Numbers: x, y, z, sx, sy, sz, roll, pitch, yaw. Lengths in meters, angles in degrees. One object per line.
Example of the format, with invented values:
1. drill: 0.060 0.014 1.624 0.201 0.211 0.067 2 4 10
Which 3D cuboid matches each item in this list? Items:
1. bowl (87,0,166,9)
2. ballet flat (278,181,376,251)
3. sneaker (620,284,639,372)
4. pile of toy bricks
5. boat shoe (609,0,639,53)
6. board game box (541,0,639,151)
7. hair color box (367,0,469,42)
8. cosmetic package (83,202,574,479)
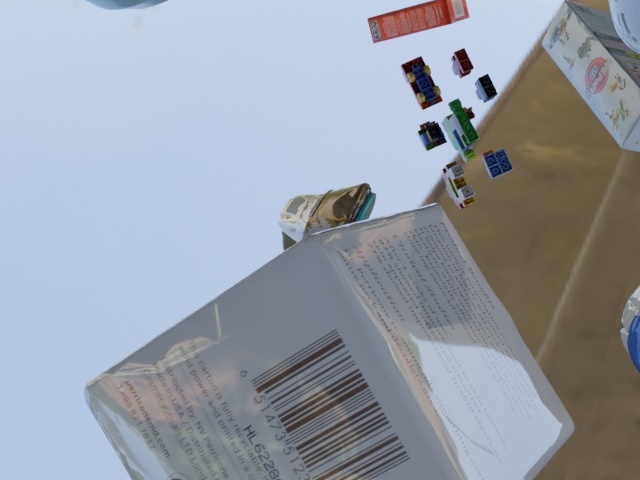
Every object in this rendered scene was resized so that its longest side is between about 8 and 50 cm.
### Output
1. bowl: -0.193 -0.364 1.182 0.311 0.163 0.311 -24 -139 22
2. ballet flat: 0.000 0.000 1.611 0.124 0.342 0.116 30 -111 11
3. sneaker: 0.369 0.021 0.851 0.130 0.330 0.147 22 -149 -16
4. pile of toy bricks: 0.190 -0.156 1.554 0.118 0.212 0.105 -24 175 -5
5. boat shoe: 0.342 -0.226 0.977 0.091 0.114 0.302 -15 -168 -6
6. board game box: 0.530 -0.260 1.840 0.224 0.097 0.303 7 -144 -26
7. hair color box: 0.153 -0.347 1.748 0.141 0.043 0.072 -7 -167 35
8. cosmetic package: 0.029 0.188 1.247 0.327 0.329 0.393 -34 171 24
